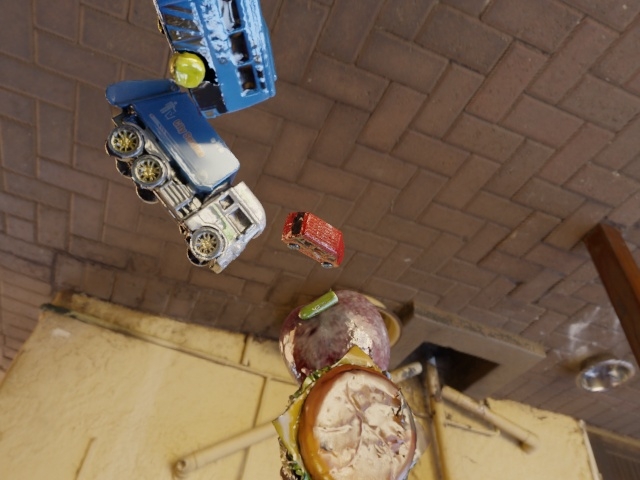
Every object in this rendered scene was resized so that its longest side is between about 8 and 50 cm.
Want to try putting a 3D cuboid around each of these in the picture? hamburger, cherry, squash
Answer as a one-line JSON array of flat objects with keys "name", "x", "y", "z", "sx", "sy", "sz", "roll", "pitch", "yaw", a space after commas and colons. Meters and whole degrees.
[{"name": "hamburger", "x": 0.045, "y": 0.305, "z": 0.797, "sx": 0.243, "sy": 0.261, "sz": 0.138, "roll": 56, "pitch": 151, "yaw": 6}, {"name": "cherry", "x": 0.035, "y": 0.234, "z": 1.052, "sx": 0.230, "sy": 0.300, "sz": 0.203, "roll": -19, "pitch": 142, "yaw": -2}, {"name": "squash", "x": -0.006, "y": 0.132, "z": 0.991, "sx": 0.083, "sy": 0.027, "sz": 0.027, "roll": -31, "pitch": 133, "yaw": -13}]

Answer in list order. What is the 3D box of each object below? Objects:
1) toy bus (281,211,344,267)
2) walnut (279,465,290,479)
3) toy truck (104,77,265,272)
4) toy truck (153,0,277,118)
[{"name": "toy bus", "x": 0.000, "y": 0.000, "z": 1.223, "sx": 0.089, "sy": 0.081, "sz": 0.195, "roll": -8, "pitch": 150, "yaw": 44}, {"name": "walnut", "x": -0.032, "y": 0.440, "z": 0.927, "sx": 0.082, "sy": 0.096, "sz": 0.079, "roll": -8, "pitch": 112, "yaw": -36}, {"name": "toy truck", "x": -0.252, "y": -0.120, "z": 0.909, "sx": 0.367, "sy": 0.175, "sz": 0.146, "roll": 54, "pitch": 163, "yaw": -5}, {"name": "toy truck", "x": -0.173, "y": -0.366, "z": 0.700, "sx": 0.162, "sy": 0.161, "sz": 0.385, "roll": -17, "pitch": 145, "yaw": -5}]
